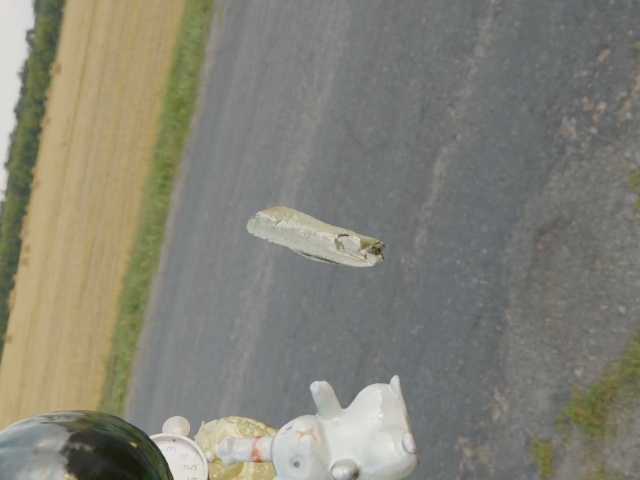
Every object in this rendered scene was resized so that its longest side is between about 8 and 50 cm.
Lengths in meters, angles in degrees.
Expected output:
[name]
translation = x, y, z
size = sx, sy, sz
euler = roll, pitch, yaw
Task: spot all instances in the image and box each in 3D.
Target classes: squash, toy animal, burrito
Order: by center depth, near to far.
[squash]
translation = -0.195, 0.231, 0.635
size = 0.218, 0.172, 0.218
euler = 24, -90, -83
[toy animal]
translation = 0.002, 0.283, 1.144
size = 0.138, 0.282, 0.140
euler = 94, 166, -48
[burrito]
translation = 0.000, 0.000, 1.331
size = 0.087, 0.226, 0.060
euler = -31, -46, -57

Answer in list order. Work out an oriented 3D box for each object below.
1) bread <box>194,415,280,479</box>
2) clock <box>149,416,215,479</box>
[bread]
translation = -0.124, 0.579, 1.673
size = 0.279, 0.390, 0.371
euler = -61, -10, -46
[clock]
translation = -0.264, 0.412, 1.438
size = 0.063, 0.155, 0.229
euler = 95, -179, -51
